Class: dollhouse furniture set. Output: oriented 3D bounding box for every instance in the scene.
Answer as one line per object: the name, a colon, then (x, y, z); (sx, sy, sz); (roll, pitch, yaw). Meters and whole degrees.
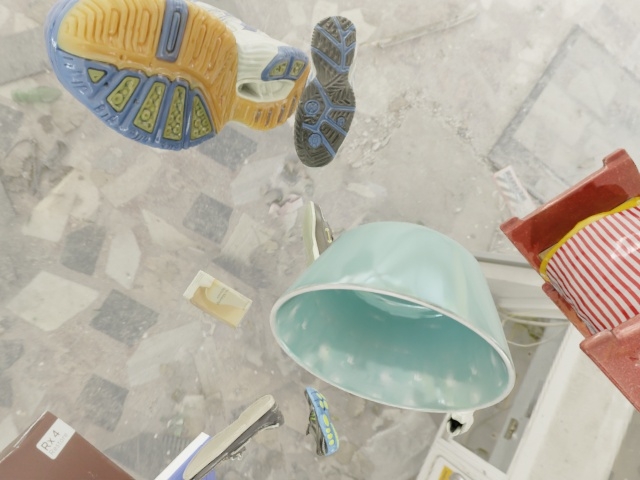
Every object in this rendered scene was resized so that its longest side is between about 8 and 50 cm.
dollhouse furniture set: (0.336, -0.027, 0.308); (0.374, 0.201, 0.152); (-37, 103, 16)

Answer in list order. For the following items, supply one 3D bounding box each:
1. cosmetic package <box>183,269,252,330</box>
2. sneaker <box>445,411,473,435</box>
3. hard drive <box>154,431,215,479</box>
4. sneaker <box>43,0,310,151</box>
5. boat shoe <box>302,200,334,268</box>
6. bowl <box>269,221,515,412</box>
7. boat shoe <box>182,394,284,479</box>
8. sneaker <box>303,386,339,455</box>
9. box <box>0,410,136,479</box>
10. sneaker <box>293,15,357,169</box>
cosmetic package: (-0.191, 0.112, 0.894); (0.115, 0.041, 0.060); (29, 68, 0)
sneaker: (0.437, 0.582, 1.548); (0.090, 0.232, 0.115); (24, 57, 28)
hard drive: (-0.349, 0.604, 1.041); (0.040, 0.318, 0.210); (17, 120, 24)
sneaker: (-0.127, -0.157, 0.423); (0.131, 0.296, 0.112); (33, 110, 13)
boat shoe: (0.000, 0.000, 1.206); (0.068, 0.081, 0.228); (6, 55, -18)
bowl: (0.104, 0.092, 0.656); (0.311, 0.311, 0.163); (29, 53, -9)
boat shoe: (-0.154, 0.377, 0.882); (0.206, 0.075, 0.065); (-38, 100, -20)
sneaker: (-0.013, 0.473, 1.265); (0.078, 0.067, 0.188); (-37, 49, 18)
box: (-0.311, 0.324, 0.473); (0.203, 0.168, 0.167); (-40, 102, 15)
sneaker: (0.015, -0.194, 0.660); (0.080, 0.081, 0.211); (11, 79, 6)
